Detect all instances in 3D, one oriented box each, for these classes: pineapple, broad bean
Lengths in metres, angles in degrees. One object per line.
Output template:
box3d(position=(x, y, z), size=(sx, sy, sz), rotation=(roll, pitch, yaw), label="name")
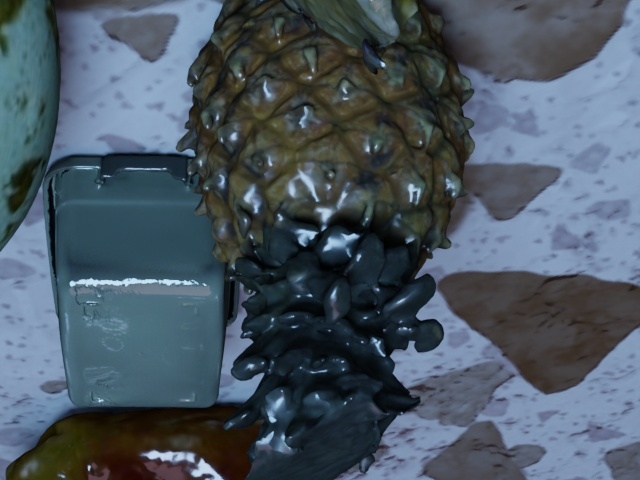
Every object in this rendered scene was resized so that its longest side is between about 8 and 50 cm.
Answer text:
box3d(position=(0.000, 0.000, 0.675), size=(0.158, 0.279, 0.158), rotation=(1, 142, 1), label="pineapple")
box3d(position=(-0.121, 0.191, 1.028), size=(0.228, 0.122, 0.156), rotation=(-5, 144, -3), label="broad bean")

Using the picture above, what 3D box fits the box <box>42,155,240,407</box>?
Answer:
box3d(position=(-0.109, 0.034, 0.855), size=(0.124, 0.093, 0.172), rotation=(0, 141, -5), label="box")

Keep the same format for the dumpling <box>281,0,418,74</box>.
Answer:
box3d(position=(-0.062, -0.211, 0.508), size=(0.086, 0.166, 0.332), rotation=(-35, 100, 0), label="dumpling")

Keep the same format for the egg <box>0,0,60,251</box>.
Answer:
box3d(position=(-0.210, -0.066, 0.667), size=(0.169, 0.169, 0.231), rotation=(19, 120, -25), label="egg")
